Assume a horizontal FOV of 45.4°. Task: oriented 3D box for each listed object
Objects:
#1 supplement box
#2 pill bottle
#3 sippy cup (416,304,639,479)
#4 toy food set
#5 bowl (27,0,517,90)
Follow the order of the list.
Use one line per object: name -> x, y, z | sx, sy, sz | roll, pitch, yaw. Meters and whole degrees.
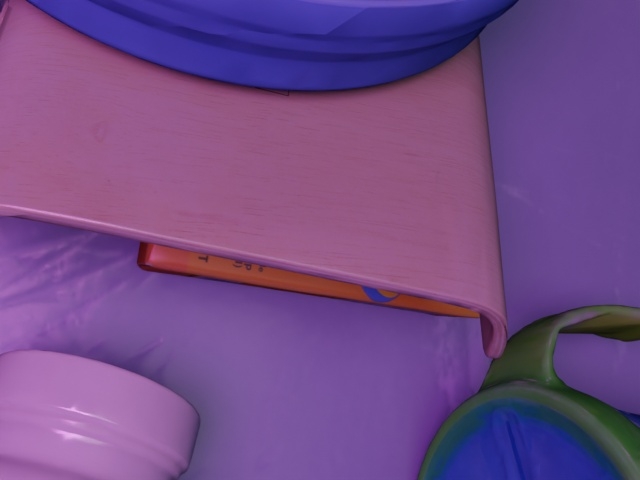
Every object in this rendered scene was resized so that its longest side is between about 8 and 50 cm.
supplement box -> 0.000, 0.000, 0.519 | 0.233, 0.080, 0.078 | 10, 84, -19
pill bottle -> -0.157, 0.200, 0.385 | 0.153, 0.153, 0.265 | 22, 60, -14
sippy cup -> 0.213, 0.214, 0.502 | 0.224, 0.240, 0.305 | 8, 105, -26
toy food set -> -0.038, -0.061, 0.438 | 0.306, 0.092, 0.220 | 12, 56, -13
bowl -> -0.044, -0.244, 0.449 | 0.391, 0.077, 0.391 | 10, 54, -14
